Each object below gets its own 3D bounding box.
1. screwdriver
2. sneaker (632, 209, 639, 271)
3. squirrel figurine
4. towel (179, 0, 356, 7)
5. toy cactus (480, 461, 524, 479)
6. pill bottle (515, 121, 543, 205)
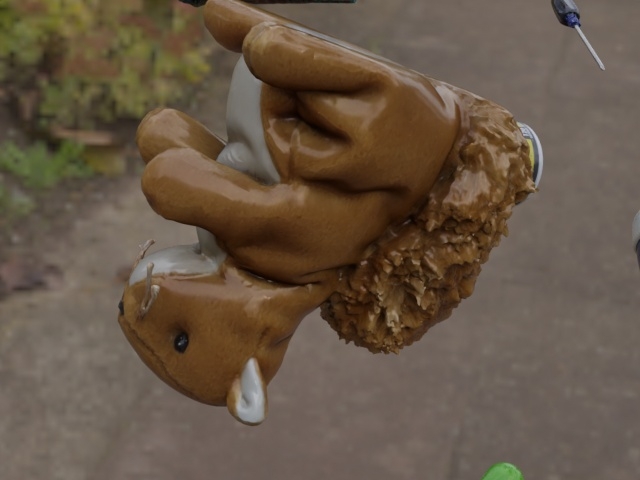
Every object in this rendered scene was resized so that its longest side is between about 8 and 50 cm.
[{"bbox_3d":[0.262,-0.212,1.802,0.024,0.025,0.170,7,25,-14],"label":"screwdriver"},{"bbox_3d":[0.428,-0.013,1.699,0.131,0.350,0.148,12,59,-20],"label":"sneaker"},{"bbox_3d":[0.000,0.000,1.724,0.397,0.370,0.281,18,8,-24],"label":"squirrel figurine"},{"bbox_3d":[-0.016,-0.444,2.083,0.271,0.370,0.040,6,-15,40],"label":"towel"},{"bbox_3d":[0.059,0.240,1.219,0.180,0.219,0.112,35,9,-46],"label":"toy cactus"},{"bbox_3d":[0.159,-0.095,2.076,0.184,0.103,0.103,4,18,-34],"label":"pill bottle"}]
